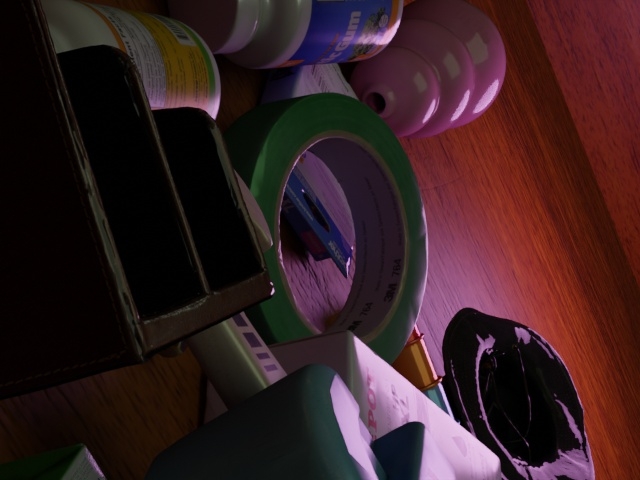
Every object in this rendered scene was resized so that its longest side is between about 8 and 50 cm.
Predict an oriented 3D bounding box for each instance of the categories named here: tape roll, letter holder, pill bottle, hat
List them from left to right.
[{"bbox_3d":[-0.216,-0.017,0.653,0.152,0.302,0.214,-23,95,-66],"label":"letter holder"},{"bbox_3d":[-0.198,-0.130,0.963,0.246,0.136,0.136,-11,85,-65],"label":"pill bottle"},{"bbox_3d":[-0.040,-0.276,1.335,0.272,0.152,0.152,-15,89,-48],"label":"pill bottle"},{"bbox_3d":[0.000,0.000,1.271,0.321,0.077,0.321,7,81,-50],"label":"tape roll"},{"bbox_3d":[0.253,0.263,1.681,0.331,0.134,0.331,31,40,-31],"label":"hat"}]

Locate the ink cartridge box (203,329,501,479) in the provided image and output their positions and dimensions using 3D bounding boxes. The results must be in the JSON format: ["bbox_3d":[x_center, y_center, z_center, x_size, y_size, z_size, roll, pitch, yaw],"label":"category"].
[{"bbox_3d":[0.050,0.304,1.179,0.395,0.166,0.285,43,39,-48],"label":"ink cartridge box"}]

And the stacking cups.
[{"bbox_3d":[0.129,0.225,1.516,0.096,0.096,0.316,-19,87,-66],"label":"stacking cups"}]

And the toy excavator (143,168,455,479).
[{"bbox_3d":[-0.032,0.142,0.852,0.445,0.222,0.433,58,13,-8],"label":"toy excavator"}]

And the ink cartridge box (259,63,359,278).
[{"bbox_3d":[-0.010,-0.112,1.445,0.185,0.065,0.311,56,27,-34],"label":"ink cartridge box"}]

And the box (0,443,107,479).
[{"bbox_3d":[-0.190,0.303,0.718,0.231,0.127,0.262,64,25,-21],"label":"box"}]

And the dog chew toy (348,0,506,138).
[{"bbox_3d":[0.148,-0.246,1.717,0.332,0.207,0.206,-38,109,-56],"label":"dog chew toy"}]

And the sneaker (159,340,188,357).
[{"bbox_3d":[-0.135,0.019,1.086,0.084,0.070,0.185,14,63,-57],"label":"sneaker"}]
